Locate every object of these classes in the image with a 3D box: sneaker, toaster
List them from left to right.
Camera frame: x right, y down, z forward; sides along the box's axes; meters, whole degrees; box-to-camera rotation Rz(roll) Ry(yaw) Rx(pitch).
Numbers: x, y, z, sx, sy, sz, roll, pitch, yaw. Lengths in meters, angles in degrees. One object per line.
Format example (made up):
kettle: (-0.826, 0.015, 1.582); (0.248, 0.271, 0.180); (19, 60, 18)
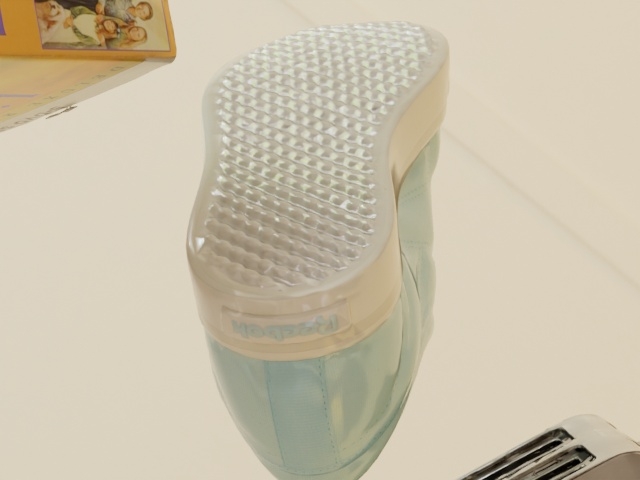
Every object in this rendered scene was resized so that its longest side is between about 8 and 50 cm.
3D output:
sneaker: (0.000, 0.000, 1.032); (0.135, 0.366, 0.150); (1, -62, 11)
toaster: (0.126, 0.183, 1.086); (0.186, 0.168, 0.110); (-29, -88, 0)

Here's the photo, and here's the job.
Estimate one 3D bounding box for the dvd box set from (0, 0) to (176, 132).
dvd box set: (-0.315, -0.068, 0.850); (0.308, 0.420, 0.062); (-15, -96, 39)
